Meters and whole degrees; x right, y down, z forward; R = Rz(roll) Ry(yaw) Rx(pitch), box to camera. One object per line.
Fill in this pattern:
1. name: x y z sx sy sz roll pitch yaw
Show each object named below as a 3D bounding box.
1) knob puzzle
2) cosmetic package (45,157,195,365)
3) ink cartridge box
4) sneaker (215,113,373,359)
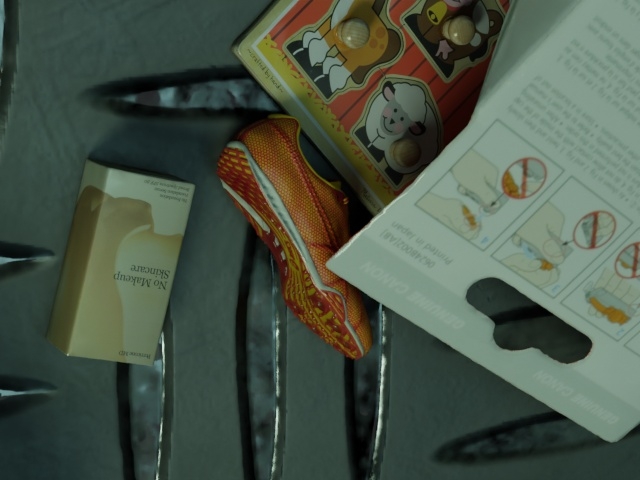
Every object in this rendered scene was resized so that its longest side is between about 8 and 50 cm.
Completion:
1. knob puzzle: 0.064 -0.129 0.928 0.213 0.030 0.213 -6 104 -27
2. cosmetic package: -0.120 0.013 0.854 0.060 0.041 0.115 9 97 -30
3. ink cartridge box: 0.224 -0.071 0.918 0.308 0.091 0.385 32 111 -34
4. sneaker: 0.000 0.000 0.905 0.067 0.064 0.175 -38 119 -27
